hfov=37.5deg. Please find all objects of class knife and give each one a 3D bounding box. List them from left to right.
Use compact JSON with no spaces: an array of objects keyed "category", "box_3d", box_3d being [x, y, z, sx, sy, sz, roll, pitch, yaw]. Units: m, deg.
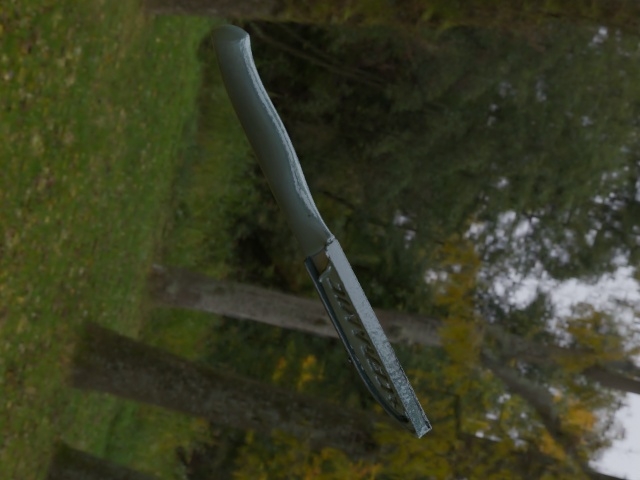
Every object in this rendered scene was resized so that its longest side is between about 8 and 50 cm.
[{"category":"knife","box_3d":[-0.001,0.000,0.428,0.028,0.210,0.015,-9,-159,48]}]
